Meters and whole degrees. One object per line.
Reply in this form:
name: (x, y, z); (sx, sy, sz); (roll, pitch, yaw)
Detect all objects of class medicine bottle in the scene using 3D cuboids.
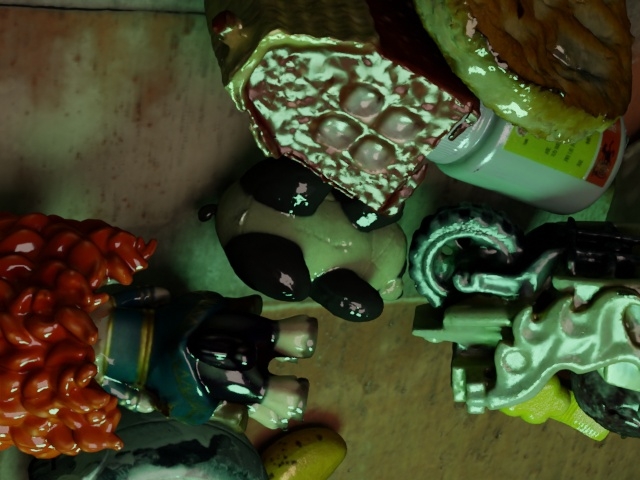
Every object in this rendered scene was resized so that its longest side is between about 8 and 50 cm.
medicine bottle: (0.190, -0.118, 1.610); (0.225, 0.139, 0.139); (18, 109, -30)

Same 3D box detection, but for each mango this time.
mango: (-0.022, 0.253, 1.779); (0.114, 0.057, 0.079); (-25, 117, -12)

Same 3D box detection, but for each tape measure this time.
tape measure: (-0.187, 0.290, 1.678); (0.275, 0.147, 0.256); (-5, 123, -15)

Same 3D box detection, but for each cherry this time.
cherry: (0.383, 0.140, 1.816); (0.195, 0.195, 0.195); (-10, 121, -17)

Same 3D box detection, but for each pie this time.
pie: (0.194, -0.230, 1.484); (0.092, 0.315, 0.315); (-23, 135, 39)

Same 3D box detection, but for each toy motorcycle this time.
toy motorcycle: (0.290, 0.081, 1.643); (0.410, 0.168, 0.237); (8, 120, 5)

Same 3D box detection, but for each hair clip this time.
hair clip: (0.276, 0.193, 1.878); (0.173, 0.046, 0.072); (24, 102, -30)

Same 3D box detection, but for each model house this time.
model house: (-0.002, -0.172, 1.456); (0.254, 0.196, 0.160); (30, 117, -32)

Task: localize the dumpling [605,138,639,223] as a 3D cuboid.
dumpling: (0.400, -0.046, 1.735); (0.162, 0.132, 0.250); (9, 93, 10)

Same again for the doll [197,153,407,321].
doll: (-0.001, -0.002, 1.601); (0.234, 0.135, 0.143); (18, 88, -32)

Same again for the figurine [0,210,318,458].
figurine: (-0.201, 0.098, 1.495); (0.412, 0.306, 0.241); (9, 97, -37)
